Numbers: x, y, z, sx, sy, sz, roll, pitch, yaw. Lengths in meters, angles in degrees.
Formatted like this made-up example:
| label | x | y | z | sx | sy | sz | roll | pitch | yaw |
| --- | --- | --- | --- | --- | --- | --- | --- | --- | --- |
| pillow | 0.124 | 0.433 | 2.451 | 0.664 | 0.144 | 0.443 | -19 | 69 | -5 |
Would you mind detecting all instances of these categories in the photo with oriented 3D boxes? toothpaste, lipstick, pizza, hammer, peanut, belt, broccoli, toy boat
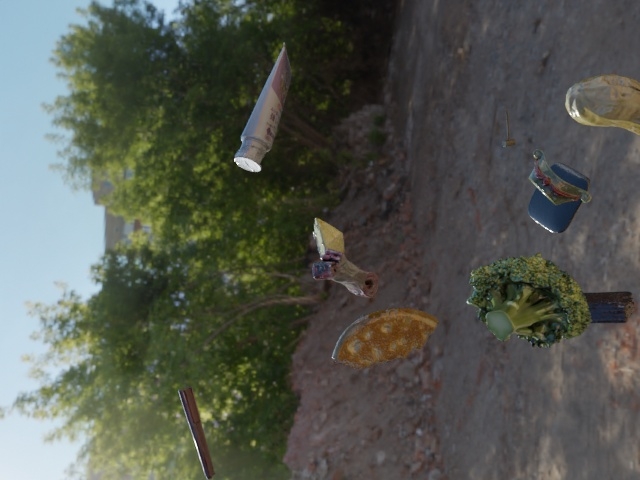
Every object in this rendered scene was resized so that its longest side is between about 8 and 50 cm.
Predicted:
| label | x | y | z | sx | sy | sz | roll | pitch | yaw |
| --- | --- | --- | --- | --- | --- | --- | --- | --- | --- |
| toothpaste | -0.118 | -0.304 | 1.530 | 0.114 | 0.073 | 0.299 | 69 | -143 | -67 |
| lipstick | -0.225 | 0.355 | 1.216 | 0.027 | 0.027 | 0.177 | -79 | -26 | -85 |
| pizza | 0.138 | 0.212 | 1.464 | 0.127 | 0.246 | 0.058 | 57 | -167 | -3 |
| hammer | 0.542 | -0.327 | 1.911 | 0.019 | 0.035 | 0.110 | 25 | 126 | 61 |
| peanut | 0.713 | -0.309 | 1.513 | 0.130 | 0.290 | 0.130 | 15 | -90 | -79 |
| belt | 0.057 | 0.070 | 1.403 | 0.232 | 0.053 | 0.071 | 27 | -104 | -58 |
| broccoli | 0.512 | 0.148 | 1.664 | 0.288 | 0.259 | 0.236 | -21 | 62 | 41 |
| toy boat | 0.556 | -0.140 | 1.578 | 0.185 | 0.071 | 0.089 | 54 | -166 | 31 |

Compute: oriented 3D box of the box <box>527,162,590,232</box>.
| label | x | y | z | sx | sy | sz | roll | pitch | yaw |
| --- | --- | --- | --- | --- | --- | --- | --- | --- | --- |
| box | 0.778 | -0.138 | 2.163 | 0.201 | 0.042 | 0.213 | 54 | 129 | 55 |

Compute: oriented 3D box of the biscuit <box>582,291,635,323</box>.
| label | x | y | z | sx | sy | sz | roll | pitch | yaw |
| --- | --- | --- | --- | --- | --- | --- | --- | --- | --- |
| biscuit | 0.781 | 0.214 | 2.086 | 0.107 | 0.388 | 0.073 | -25 | -77 | -49 |

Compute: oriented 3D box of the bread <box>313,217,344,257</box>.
| label | x | y | z | sx | sy | sz | roll | pitch | yaw |
| --- | --- | --- | --- | --- | --- | --- | --- | --- | --- |
| bread | 0.000 | 0.000 | 1.673 | 0.080 | 0.109 | 0.084 | -39 | -35 | -32 |
